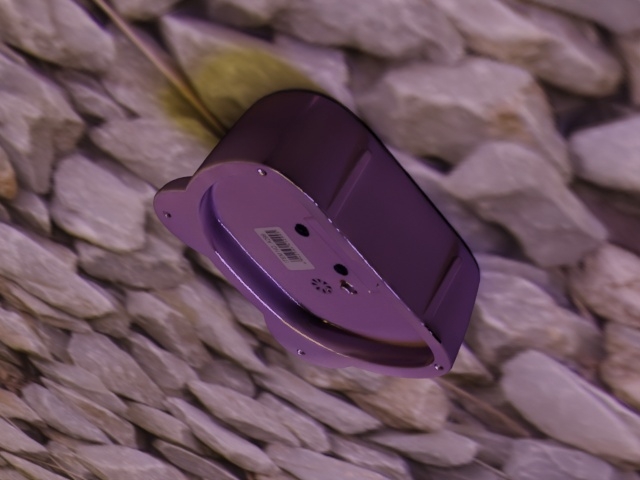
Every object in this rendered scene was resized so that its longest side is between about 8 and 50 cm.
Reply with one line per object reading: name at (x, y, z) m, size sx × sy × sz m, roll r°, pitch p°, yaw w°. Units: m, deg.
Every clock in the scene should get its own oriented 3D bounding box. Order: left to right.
clock at (0.000, 0.000, 0.675) m, size 0.110 × 0.050 × 0.153 m, roll -7°, pitch 134°, yaw 47°
